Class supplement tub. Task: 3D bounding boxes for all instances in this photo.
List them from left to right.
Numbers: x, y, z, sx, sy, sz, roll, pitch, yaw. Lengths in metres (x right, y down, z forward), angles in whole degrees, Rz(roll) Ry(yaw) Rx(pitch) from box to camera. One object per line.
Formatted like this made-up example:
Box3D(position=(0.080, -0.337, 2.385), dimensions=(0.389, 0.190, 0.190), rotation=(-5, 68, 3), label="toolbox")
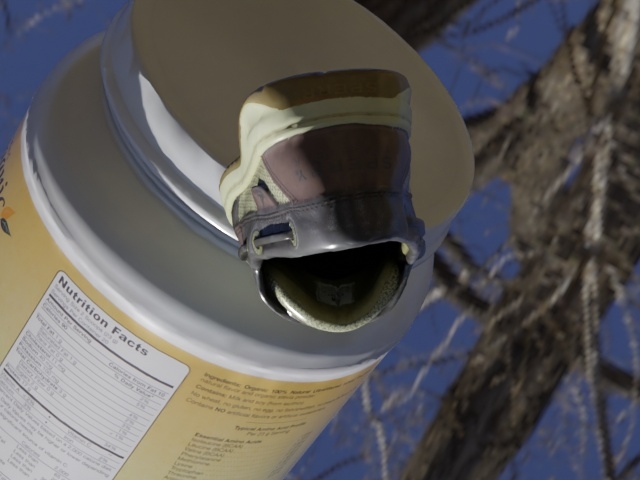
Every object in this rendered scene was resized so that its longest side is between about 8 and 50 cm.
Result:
Box3D(position=(-0.080, 0.026, 1.009), dimensions=(0.228, 0.316, 0.228), rotation=(22, -142, -19), label="supplement tub")

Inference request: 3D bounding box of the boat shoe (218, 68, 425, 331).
Box3D(position=(0.001, 0.000, 0.737), dimensions=(0.080, 0.223, 0.073), rotation=(-3, -105, -3), label="boat shoe")
